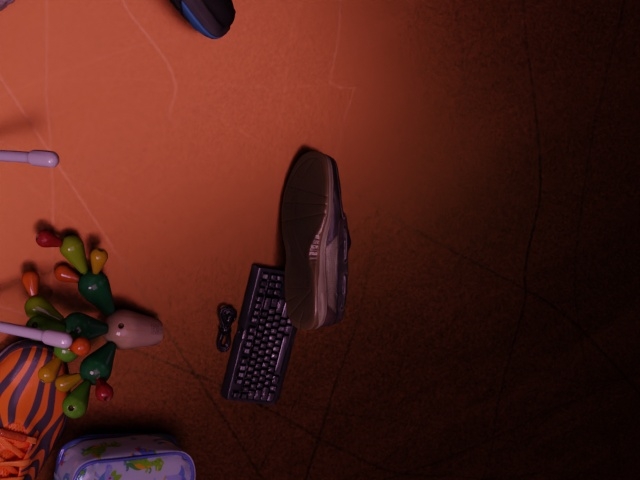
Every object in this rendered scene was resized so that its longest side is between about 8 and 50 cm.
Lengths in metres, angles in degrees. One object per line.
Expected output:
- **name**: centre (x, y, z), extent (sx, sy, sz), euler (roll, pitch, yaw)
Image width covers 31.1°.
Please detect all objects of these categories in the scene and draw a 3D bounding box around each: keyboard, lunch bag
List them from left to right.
- **lunch bag**: centre (-0.247, 0.352, 1.439), extent (0.176, 0.090, 0.218), euler (-1, 105, -30)
- **keyboard**: centre (-0.083, 0.122, 1.478), extent (0.108, 0.023, 0.180), euler (11, 99, -19)

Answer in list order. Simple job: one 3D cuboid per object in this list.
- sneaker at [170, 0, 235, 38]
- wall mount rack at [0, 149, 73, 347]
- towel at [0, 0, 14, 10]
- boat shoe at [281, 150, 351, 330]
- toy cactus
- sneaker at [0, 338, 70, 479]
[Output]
- **sneaker**: centre (-0.153, -0.392, 1.271), extent (0.140, 0.125, 0.340), euler (-26, 110, -11)
- **wall mount rack**: centre (-0.433, 0.008, 1.271), extent (0.304, 0.130, 0.349), euler (-3, 103, -9)
- **towel**: centre (-0.299, -0.380, 1.200), extent (0.282, 0.049, 0.187), euler (-30, 97, 19)
- **boat shoe**: centre (0.001, 0.001, 1.448), extent (0.073, 0.080, 0.223), euler (0, 93, -46)
- **toy cactus**: centre (-0.263, 0.097, 1.366), extent (0.181, 0.112, 0.218), euler (8, 60, -45)
- **sneaker**: centre (-0.370, 0.284, 1.346), extent (0.125, 0.180, 0.321), euler (18, 97, -21)
